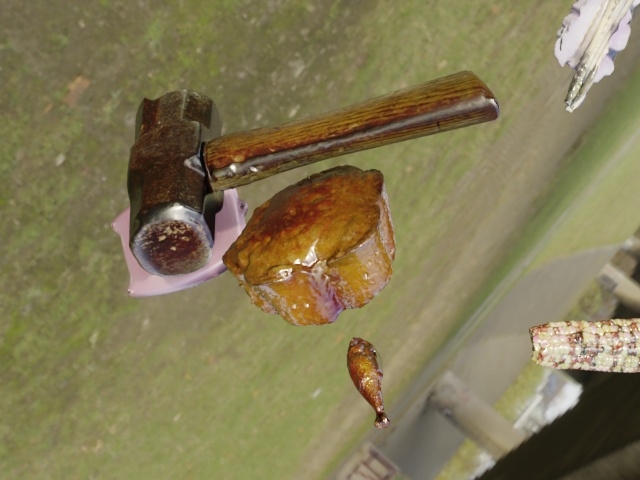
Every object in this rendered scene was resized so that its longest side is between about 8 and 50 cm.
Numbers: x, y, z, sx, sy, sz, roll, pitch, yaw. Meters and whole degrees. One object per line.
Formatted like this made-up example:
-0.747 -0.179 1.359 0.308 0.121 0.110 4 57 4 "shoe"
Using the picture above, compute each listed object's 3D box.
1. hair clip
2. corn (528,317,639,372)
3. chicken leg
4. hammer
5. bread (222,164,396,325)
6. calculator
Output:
0.325 -0.270 1.015 0.106 0.084 0.292 13 109 -49 "hair clip"
0.474 0.174 1.582 0.092 0.280 0.092 180 -90 -83 "corn"
0.078 0.215 1.536 0.048 0.089 0.219 -34 -163 7 "chicken leg"
-0.016 -0.112 1.035 0.408 0.242 0.095 -16 130 12 "hammer"
-0.011 0.000 1.240 0.232 0.135 0.247 -19 -151 12 "bread"
-0.250 -0.012 1.707 0.294 0.194 0.043 -22 167 27 "calculator"
